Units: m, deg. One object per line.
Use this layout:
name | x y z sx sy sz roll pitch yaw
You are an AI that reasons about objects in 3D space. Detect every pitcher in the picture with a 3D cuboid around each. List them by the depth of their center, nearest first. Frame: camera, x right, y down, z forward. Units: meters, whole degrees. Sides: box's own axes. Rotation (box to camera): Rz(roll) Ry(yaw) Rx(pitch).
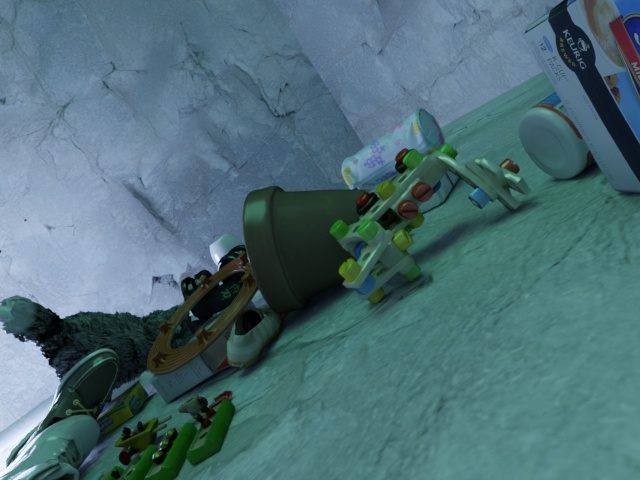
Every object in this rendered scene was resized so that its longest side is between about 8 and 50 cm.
pitcher | -0.323 0.086 1.830 0.125 0.207 0.178 -32 9 18

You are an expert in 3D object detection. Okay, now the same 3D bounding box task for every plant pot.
plant pot | 0.000 0.000 0.997 0.229 0.263 0.263 -13 12 11

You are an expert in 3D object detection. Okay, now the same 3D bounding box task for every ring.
ring | -0.244 0.137 1.050 0.336 0.032 0.337 -35 22 16

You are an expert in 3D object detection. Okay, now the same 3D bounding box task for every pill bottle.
pill bottle | 0.429 -0.202 0.758 0.221 0.124 0.124 -33 7 -6

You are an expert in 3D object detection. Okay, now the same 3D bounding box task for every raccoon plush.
raccoon plush | -0.460 0.222 1.147 0.299 0.216 0.446 -24 -21 -9

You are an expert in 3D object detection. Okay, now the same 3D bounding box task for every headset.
headset | -0.252 0.137 1.370 0.243 0.185 0.394 -34 12 -22

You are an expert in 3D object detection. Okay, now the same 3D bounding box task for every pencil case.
pencil case | 0.179 -0.219 1.263 0.273 0.113 0.124 -31 17 36

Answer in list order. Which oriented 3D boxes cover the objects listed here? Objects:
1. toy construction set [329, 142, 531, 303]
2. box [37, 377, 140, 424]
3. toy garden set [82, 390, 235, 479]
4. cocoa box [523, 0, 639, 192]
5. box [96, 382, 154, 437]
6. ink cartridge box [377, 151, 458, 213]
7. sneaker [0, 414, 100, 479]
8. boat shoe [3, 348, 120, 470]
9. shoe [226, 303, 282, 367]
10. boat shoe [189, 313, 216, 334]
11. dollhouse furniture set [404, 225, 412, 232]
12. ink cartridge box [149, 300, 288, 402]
toy construction set | 0.153 -0.049 0.799 0.327 0.151 0.215 -33 17 -1
box | -0.681 0.472 1.452 0.322 0.059 0.232 -24 12 49
toy garden set | -0.239 0.292 0.733 0.244 0.049 0.204 -33 7 6
cocoa box | 0.436 -0.228 0.468 0.347 0.231 0.228 -33 8 2
box | -0.465 0.389 1.117 0.179 0.043 0.105 -32 8 3
ink cartridge box | 0.247 -0.137 1.246 0.160 0.093 0.219 -29 8 35
sneaker | -0.447 0.396 0.845 0.169 0.108 0.292 -15 11 22
boat shoe | -0.513 0.368 1.022 0.091 0.109 0.305 12 62 49
shoe | -0.121 0.160 0.936 0.076 0.058 0.219 -6 15 9
boat shoe | -0.415 0.275 1.489 0.227 0.079 0.081 -29 4 13
dollhouse furniture set | 0.148 -0.006 1.101 0.076 0.058 0.152 -45 -8 -24
ink cartridge box | -0.192 0.198 1.083 0.261 0.066 0.296 -32 7 17
